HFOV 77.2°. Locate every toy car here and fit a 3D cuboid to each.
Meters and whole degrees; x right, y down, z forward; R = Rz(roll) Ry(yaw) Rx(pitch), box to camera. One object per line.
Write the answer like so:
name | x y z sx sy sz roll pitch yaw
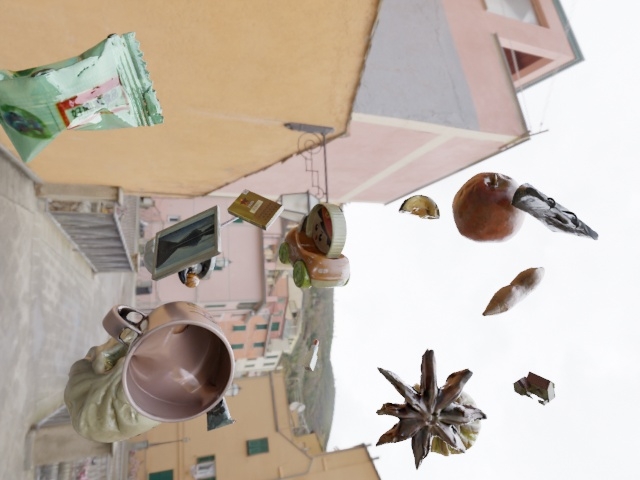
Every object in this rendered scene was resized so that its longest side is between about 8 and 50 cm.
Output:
toy car | 0.000 0.000 1.078 0.235 0.145 0.235 -7 -98 59

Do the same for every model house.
model house | 0.524 0.357 0.987 0.083 0.057 0.058 18 -54 64

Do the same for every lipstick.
lipstick | -0.026 0.373 1.324 0.129 0.030 0.030 -67 142 -54

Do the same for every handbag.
handbag | 0.727 -0.093 1.262 0.089 0.270 0.175 -57 -177 13

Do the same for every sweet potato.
sweet potato | 0.454 0.125 0.947 0.051 0.218 0.065 42 -26 38

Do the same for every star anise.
star anise | 0.234 0.383 0.904 0.088 0.288 0.288 -164 -104 -81

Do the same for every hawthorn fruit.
hawthorn fruit | 0.635 -0.141 1.499 0.298 0.277 0.277 75 -4 -47

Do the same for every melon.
melon | 0.368 -0.128 1.528 0.128 0.160 0.079 162 -63 -81

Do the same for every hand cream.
hand cream | -0.272 0.344 1.019 0.075 0.052 0.248 -30 -111 38

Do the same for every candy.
candy | -0.624 -0.371 1.029 0.172 0.398 0.263 42 -34 27

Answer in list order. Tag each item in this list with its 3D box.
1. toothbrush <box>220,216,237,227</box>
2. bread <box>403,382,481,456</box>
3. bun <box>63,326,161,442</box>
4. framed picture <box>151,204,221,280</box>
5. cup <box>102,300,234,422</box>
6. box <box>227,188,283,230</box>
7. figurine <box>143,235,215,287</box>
toothbrush | -0.394 -0.055 1.588 0.014 0.194 0.017 35 -33 30
bread | 0.522 0.756 1.721 0.160 0.333 0.333 84 -7 -55
bun | -0.568 0.398 1.178 0.360 0.359 0.211 -123 -166 -55
framed picture | -0.340 0.005 1.016 0.015 0.203 0.150 48 26 -52
cup | -0.309 0.207 0.799 0.191 0.253 0.200 -54 -159 -7
box | -0.183 -0.088 1.133 0.090 0.133 0.023 -56 160 -31
figurine | -0.509 0.072 1.429 0.133 0.236 0.176 -33 -130 34
